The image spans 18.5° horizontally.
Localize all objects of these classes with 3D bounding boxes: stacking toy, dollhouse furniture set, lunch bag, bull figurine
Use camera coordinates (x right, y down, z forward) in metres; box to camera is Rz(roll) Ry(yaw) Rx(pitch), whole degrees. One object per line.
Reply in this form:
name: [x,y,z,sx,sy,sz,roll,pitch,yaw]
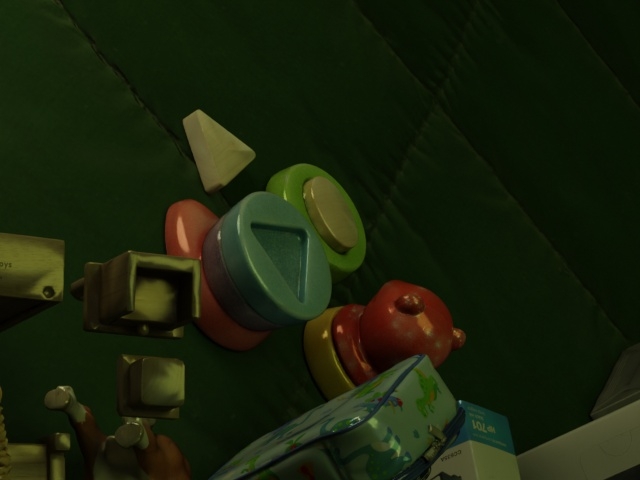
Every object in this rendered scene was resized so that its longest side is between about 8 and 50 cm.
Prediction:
stacking toy: [0.000,0.000,1.925,0.309,0.130,0.279,29,43,-41]
dollhouse furniture set: [-0.250,0.185,1.414,0.303,0.174,0.355,6,76,-27]
lunch bag: [0.011,0.188,1.694,0.090,0.219,0.176,58,30,-5]
bull figurine: [-0.146,0.257,1.504,0.188,0.101,0.310,70,8,-48]

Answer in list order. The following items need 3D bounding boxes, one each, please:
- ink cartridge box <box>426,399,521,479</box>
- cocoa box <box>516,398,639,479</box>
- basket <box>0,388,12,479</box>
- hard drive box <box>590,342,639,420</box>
ink cartridge box: [0.120,0.268,1.861,0.082,0.140,0.190,26,44,-44]
cocoa box: [0.388,0.270,2.044,0.231,0.347,0.228,-5,69,-57]
basket: [-0.324,0.180,1.126,0.299,0.223,0.213,-16,78,-33]
hard drive box: [0.446,0.247,2.400,0.232,0.089,0.181,55,32,-9]
